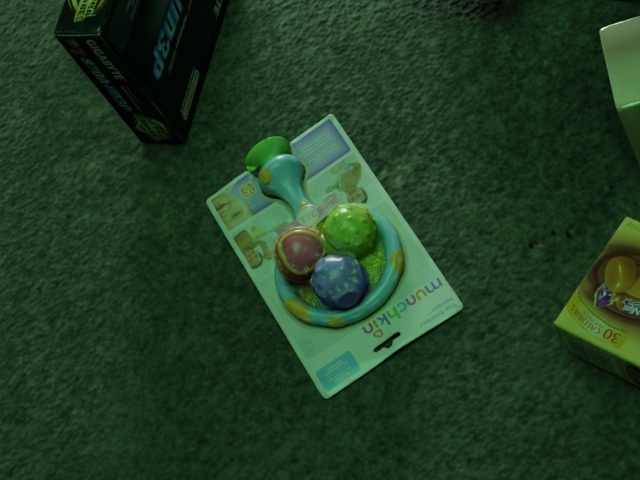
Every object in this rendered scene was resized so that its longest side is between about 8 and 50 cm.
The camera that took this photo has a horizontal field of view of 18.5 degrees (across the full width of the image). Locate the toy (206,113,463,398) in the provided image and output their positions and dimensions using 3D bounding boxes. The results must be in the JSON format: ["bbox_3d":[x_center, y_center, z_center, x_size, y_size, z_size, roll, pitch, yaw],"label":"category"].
[{"bbox_3d":[0.000,0.000,1.642,0.137,0.056,0.237,-34,53,2],"label":"toy"}]

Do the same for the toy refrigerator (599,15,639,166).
[{"bbox_3d":[0.365,-0.149,1.548,0.269,0.102,0.094,-17,55,14],"label":"toy refrigerator"}]

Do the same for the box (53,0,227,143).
[{"bbox_3d":[-0.151,-0.224,1.773,0.051,0.175,0.220,1,60,25],"label":"box"}]

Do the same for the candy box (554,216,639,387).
[{"bbox_3d":[0.283,0.068,1.479,0.186,0.053,0.109,27,73,35],"label":"candy box"}]

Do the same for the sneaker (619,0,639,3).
[{"bbox_3d":[0.256,-0.313,1.597,0.447,0.169,0.257,-18,29,-33],"label":"sneaker"}]
